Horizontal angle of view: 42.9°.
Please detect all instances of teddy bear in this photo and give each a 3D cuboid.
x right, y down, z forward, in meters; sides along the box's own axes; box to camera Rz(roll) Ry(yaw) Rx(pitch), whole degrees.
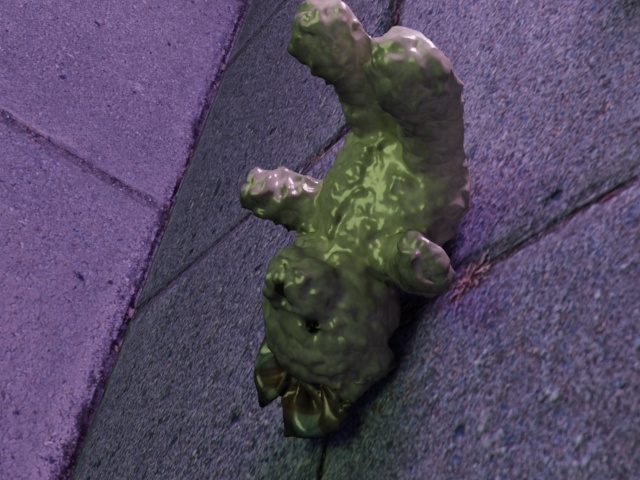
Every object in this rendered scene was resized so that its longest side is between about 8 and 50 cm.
[{"bbox_3d":[0.000,0.000,0.904,0.362,0.375,0.327,-45,49,-10],"label":"teddy bear"}]
